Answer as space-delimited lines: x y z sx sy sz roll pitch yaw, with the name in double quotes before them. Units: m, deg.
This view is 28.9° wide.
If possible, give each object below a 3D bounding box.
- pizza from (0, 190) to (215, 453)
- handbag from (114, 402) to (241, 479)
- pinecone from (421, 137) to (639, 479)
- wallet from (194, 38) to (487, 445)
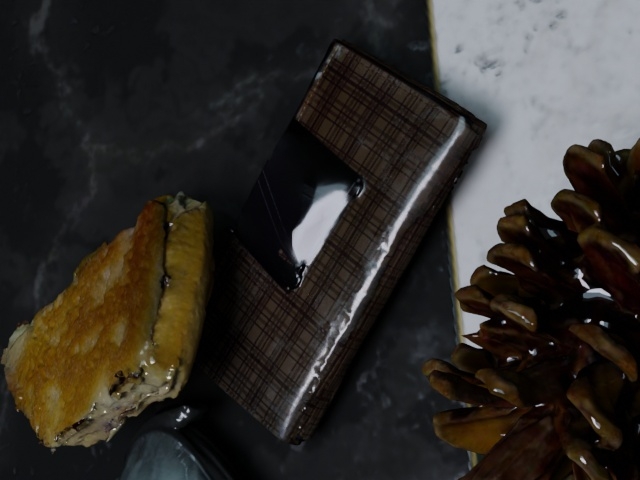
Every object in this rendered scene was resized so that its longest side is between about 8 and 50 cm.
"pizza" -0.135 0.069 0.804 0.226 0.069 0.147 -42 41 34
"handbag" -0.116 0.278 0.786 0.191 0.075 0.332 38 105 32
"pinecone" 0.146 0.064 0.608 0.185 0.168 0.212 26 83 44
"wallet" 0.000 0.000 0.769 0.124 0.042 0.230 36 106 30
